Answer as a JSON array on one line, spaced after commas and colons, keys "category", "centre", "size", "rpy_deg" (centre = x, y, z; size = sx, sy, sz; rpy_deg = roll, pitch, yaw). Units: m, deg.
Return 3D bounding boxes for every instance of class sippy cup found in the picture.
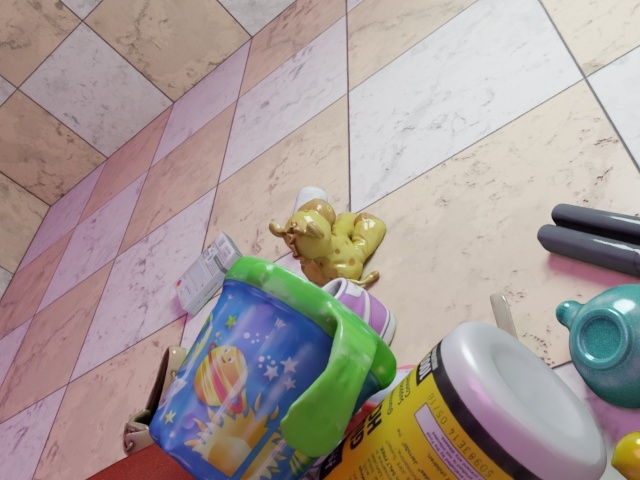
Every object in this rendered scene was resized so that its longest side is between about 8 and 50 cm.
[{"category": "sippy cup", "centre": [-0.066, 0.174, 0.696], "size": [0.240, 0.305, 0.224], "rpy_deg": [28, 69, 18]}]

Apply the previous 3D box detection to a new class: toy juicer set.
[{"category": "toy juicer set", "centre": [0.324, 0.147, 0.648], "size": [0.329, 0.089, 0.209], "rpy_deg": [-17, 63, 56]}]

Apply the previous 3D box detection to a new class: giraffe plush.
[{"category": "giraffe plush", "centre": [0.000, 0.000, 1.103], "size": [0.181, 0.170, 0.210], "rpy_deg": [-28, 37, 29]}]

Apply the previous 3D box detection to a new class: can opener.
[{"category": "can opener", "centre": [0.376, -0.005, 0.718], "size": [0.076, 0.095, 0.283], "rpy_deg": [-53, 32, -9]}]

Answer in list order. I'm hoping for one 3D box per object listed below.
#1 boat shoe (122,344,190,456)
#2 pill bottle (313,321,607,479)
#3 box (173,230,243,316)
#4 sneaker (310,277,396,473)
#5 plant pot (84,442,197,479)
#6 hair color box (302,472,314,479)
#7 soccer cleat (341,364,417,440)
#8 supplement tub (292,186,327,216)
[{"category": "boat shoe", "centre": [-0.309, 0.354, 1.113], "size": [0.122, 0.110, 0.341], "rpy_deg": [17, 82, 62]}, {"category": "pill bottle", "centre": [0.110, 0.259, 0.641], "size": [0.334, 0.188, 0.188], "rpy_deg": [-51, 29, 21]}, {"category": "box", "centre": [-0.276, 0.078, 1.484], "size": [0.186, 0.038, 0.145], "rpy_deg": [-47, 31, 0]}, {"category": "sneaker", "centre": [0.000, 0.189, 0.910], "size": [0.102, 0.161, 0.282], "rpy_deg": [-7, 51, 46]}, {"category": "plant pot", "centre": [-0.176, 0.419, 0.806], "size": [0.236, 0.267, 0.267], "rpy_deg": [-41, 29, -14]}, {"category": "hair color box", "centre": [-0.037, 0.351, 0.861], "size": [0.043, 0.072, 0.141], "rpy_deg": [-51, 31, -5]}, {"category": "soccer cleat", "centre": [0.083, 0.211, 0.819], "size": [0.248, 0.083, 0.095], "rpy_deg": [-6, 29, 22]}, {"category": "supplement tub", "centre": [-0.024, -0.054, 1.288], "size": [0.071, 0.071, 0.107], "rpy_deg": [-24, 38, 34]}]
